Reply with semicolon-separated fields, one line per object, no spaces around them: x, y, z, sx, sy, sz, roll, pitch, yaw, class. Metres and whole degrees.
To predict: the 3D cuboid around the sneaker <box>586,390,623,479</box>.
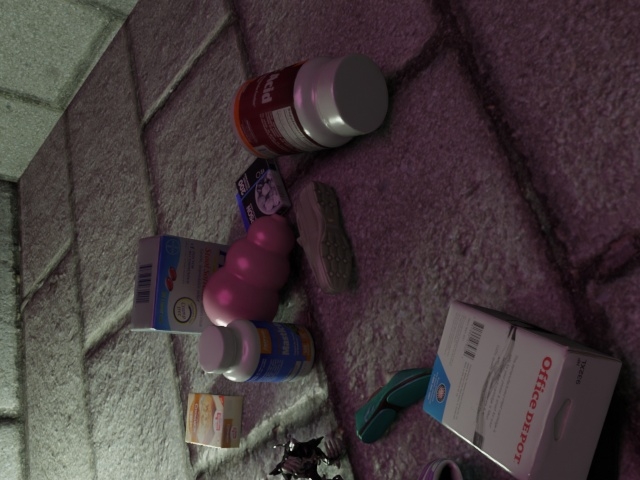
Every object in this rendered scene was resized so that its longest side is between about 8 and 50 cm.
0.445;0.347;1.114;0.097;0.084;0.235;-170;94;-68;sneaker

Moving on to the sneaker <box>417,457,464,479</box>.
0.205;0.541;1.205;0.161;0.102;0.282;98;-178;-66;sneaker

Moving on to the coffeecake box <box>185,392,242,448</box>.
-0.308;0.516;1.897;0.185;0.068;0.142;-10;73;46;coffeecake box

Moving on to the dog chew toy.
-0.176;0.084;1.761;0.206;0.206;0.332;32;97;47;dog chew toy

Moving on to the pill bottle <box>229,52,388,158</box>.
-0.034;-0.338;1.671;0.392;0.224;0.224;-2;80;47;pill bottle

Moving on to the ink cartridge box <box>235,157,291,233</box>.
-0.185;-0.119;1.923;0.208;0.045;0.206;-45;52;33;ink cartridge box

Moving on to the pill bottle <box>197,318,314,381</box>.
-0.160;0.274;1.634;0.152;0.272;0.152;-13;72;45;pill bottle

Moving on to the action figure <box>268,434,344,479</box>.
-0.011;0.521;1.504;0.275;0.164;0.141;37;139;38;action figure

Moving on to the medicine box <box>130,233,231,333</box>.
-0.372;0.136;1.887;0.149;0.289;0.263;-9;75;49;medicine box

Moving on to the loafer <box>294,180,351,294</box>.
0.000;0.000;1.651;0.111;0.112;0.319;-42;45;40;loafer

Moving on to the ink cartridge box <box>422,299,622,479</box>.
0.333;0.255;1.142;0.307;0.129;0.223;22;97;66;ink cartridge box

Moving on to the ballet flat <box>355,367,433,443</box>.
0.152;0.335;1.425;0.247;0.083;0.087;-52;34;24;ballet flat
